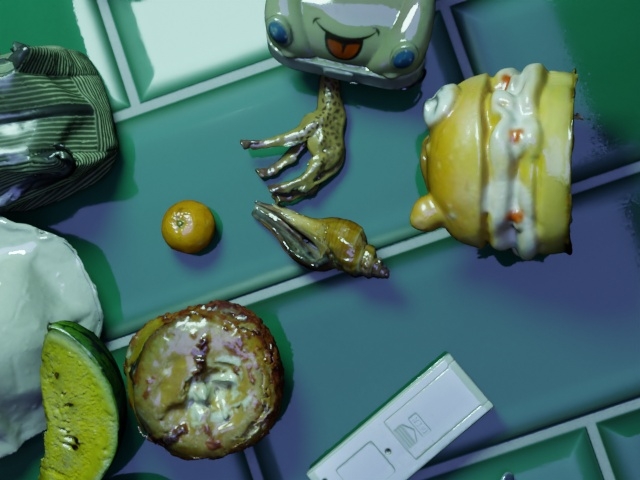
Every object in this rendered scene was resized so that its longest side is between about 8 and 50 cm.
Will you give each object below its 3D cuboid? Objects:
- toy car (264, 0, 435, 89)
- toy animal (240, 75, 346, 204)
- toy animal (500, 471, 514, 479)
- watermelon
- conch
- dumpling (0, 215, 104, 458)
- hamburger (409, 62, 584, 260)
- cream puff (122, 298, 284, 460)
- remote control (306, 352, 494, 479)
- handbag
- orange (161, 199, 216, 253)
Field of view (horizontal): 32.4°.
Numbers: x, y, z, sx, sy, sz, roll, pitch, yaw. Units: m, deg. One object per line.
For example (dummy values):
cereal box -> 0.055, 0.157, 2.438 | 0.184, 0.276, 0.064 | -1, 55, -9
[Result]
toy car -> 0.067, -0.414, 1.566 | 0.242, 0.226, 0.336 | 13, 70, 4
toy animal -> -0.012, -0.183, 1.663 | 0.149, 0.054, 0.276 | 32, 88, 1
toy animal -> 0.325, 0.464, 1.602 | 0.239, 0.176, 0.255 | 42, 56, 1
watermelon -> -0.347, 0.250, 1.601 | 0.129, 0.123, 0.301 | 0, 114, -12
conch -> 0.002, 0.005, 1.647 | 0.232, 0.080, 0.086 | 10, 74, 28
dumpling -> -0.458, 0.155, 1.618 | 0.260, 0.181, 0.341 | 10, 72, -12
hamburger -> 0.249, -0.114, 1.554 | 0.236, 0.276, 0.277 | 2, 87, 14
cream puff -> -0.168, 0.200, 1.600 | 0.239, 0.164, 0.240 | -1, 102, -4
remote control -> 0.118, 0.294, 1.631 | 0.277, 0.055, 0.103 | -40, 85, 2
handbag -> -0.482, -0.164, 1.600 | 0.340, 0.240, 0.247 | -11, 87, 1
orange -> -0.199, -0.021, 1.654 | 0.083, 0.083, 0.084 | 0, 87, 3
